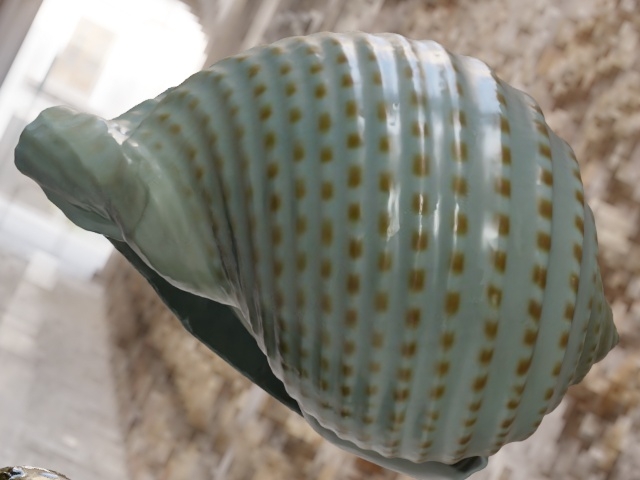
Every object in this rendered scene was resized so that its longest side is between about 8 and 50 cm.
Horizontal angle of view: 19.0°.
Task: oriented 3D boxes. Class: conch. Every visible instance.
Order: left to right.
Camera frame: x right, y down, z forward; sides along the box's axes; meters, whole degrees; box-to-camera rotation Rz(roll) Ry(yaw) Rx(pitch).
[{"bbox_3d":[0.013,-0.010,1.074,0.319,0.215,0.303,40,-17,6],"label":"conch"}]

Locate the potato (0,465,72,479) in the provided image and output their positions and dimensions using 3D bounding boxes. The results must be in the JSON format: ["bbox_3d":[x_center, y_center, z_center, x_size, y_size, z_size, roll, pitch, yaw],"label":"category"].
[{"bbox_3d":[-0.199,0.212,1.048,0.149,0.113,0.251,-10,21,24],"label":"potato"}]
